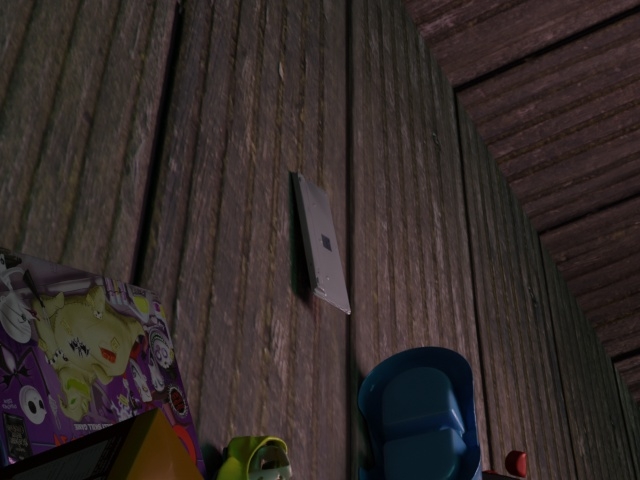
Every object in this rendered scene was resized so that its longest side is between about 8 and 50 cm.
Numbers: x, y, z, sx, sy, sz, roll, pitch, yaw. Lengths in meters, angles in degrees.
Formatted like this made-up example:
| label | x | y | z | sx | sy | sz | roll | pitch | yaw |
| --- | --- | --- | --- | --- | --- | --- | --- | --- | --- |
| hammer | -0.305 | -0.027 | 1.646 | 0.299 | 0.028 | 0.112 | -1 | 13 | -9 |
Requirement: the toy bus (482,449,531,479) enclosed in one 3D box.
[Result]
| label | x | y | z | sx | sy | sz | roll | pitch | yaw |
| --- | --- | --- | --- | --- | --- | --- | --- | --- | --- |
| toy bus | 0.303 | 0.409 | 2.213 | 0.104 | 0.191 | 0.202 | 1 | 60 | -27 |

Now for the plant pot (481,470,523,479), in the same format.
| label | x | y | z | sx | sy | sz | roll | pitch | yaw |
| --- | --- | --- | --- | --- | --- | --- | --- | --- | --- |
| plant pot | 0.216 | 0.422 | 2.026 | 0.167 | 0.187 | 0.188 | 40 | 31 | -32 |

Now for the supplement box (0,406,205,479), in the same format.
| label | x | y | z | sx | sy | sz | roll | pitch | yaw |
| --- | --- | --- | --- | --- | --- | --- | --- | --- | --- |
| supplement box | -0.187 | 0.248 | 1.052 | 0.129 | 0.194 | 0.191 | 61 | 19 | -19 |

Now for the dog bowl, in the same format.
| label | x | y | z | sx | sy | sz | roll | pitch | yaw |
| --- | --- | --- | --- | --- | --- | --- | --- | --- | --- |
| dog bowl | 0.141 | 0.273 | 2.014 | 0.297 | 0.166 | 0.074 | -90 | 162 | -50 |

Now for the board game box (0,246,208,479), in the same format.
| label | x | y | z | sx | sy | sz | roll | pitch | yaw |
| --- | --- | --- | --- | --- | --- | --- | --- | --- | --- |
| board game box | -0.223 | 0.123 | 1.343 | 0.347 | 0.056 | 0.208 | 23 | 51 | -65 |

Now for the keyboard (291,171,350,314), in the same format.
| label | x | y | z | sx | sy | sz | roll | pitch | yaw |
| --- | --- | --- | --- | --- | --- | --- | --- | --- | --- |
| keyboard | 0.000 | 0.000 | 2.104 | 0.072 | 0.014 | 0.256 | 38 | 28 | -35 |

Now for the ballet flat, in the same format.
| label | x | y | z | sx | sy | sz | roll | pitch | yaw |
| --- | --- | --- | --- | --- | --- | --- | --- | --- | --- |
| ballet flat | -0.068 | 0.249 | 1.505 | 0.231 | 0.077 | 0.077 | -81 | 157 | -78 |
